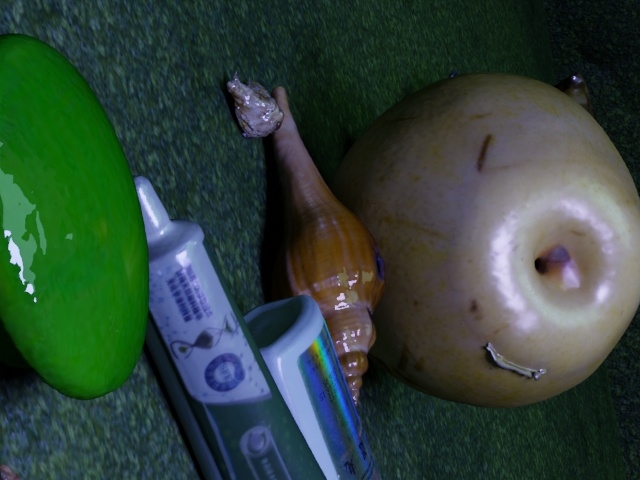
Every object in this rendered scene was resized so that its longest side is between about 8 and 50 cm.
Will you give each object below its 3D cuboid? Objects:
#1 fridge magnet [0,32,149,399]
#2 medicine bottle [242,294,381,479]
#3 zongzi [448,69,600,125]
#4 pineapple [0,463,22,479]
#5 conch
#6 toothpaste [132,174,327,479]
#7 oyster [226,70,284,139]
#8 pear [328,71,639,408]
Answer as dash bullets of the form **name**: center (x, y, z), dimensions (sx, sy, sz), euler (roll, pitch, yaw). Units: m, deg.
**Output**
- **fridge magnet**: center (-0.153, -0.012, 1.072), dimensions (0.208, 0.088, 0.208), euler (-15, 90, -74)
- **medicine bottle**: center (-0.006, 0.165, 1.446), dimensions (0.121, 0.083, 0.229), euler (-60, 134, -66)
- **zongzi**: center (0.223, -0.131, 2.155), dimensions (0.403, 0.208, 0.432), euler (-94, -172, -45)
- **pineapple**: center (-0.169, 0.175, 0.874), dimensions (0.159, 0.074, 0.074), euler (-86, 157, -43)
- **conch**: center (0.005, -0.002, 1.630), dimensions (0.109, 0.093, 0.330), euler (46, 31, -49)
- **toothpaste**: center (-0.055, 0.123, 1.327), dimensions (0.061, 0.099, 0.392), euler (36, -28, 63)
- **oyster**: center (-0.052, -0.124, 1.650), dimensions (0.083, 0.038, 0.080), euler (-83, 152, -52)
- **pear**: center (0.152, 0.002, 1.742), dimensions (0.309, 0.309, 0.309), euler (-15, 90, -75)
